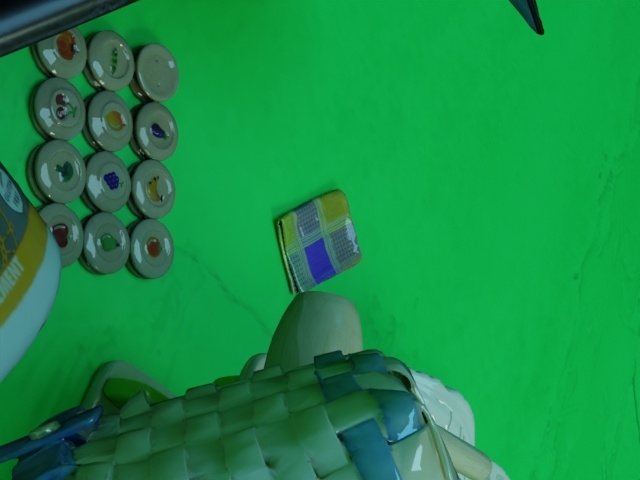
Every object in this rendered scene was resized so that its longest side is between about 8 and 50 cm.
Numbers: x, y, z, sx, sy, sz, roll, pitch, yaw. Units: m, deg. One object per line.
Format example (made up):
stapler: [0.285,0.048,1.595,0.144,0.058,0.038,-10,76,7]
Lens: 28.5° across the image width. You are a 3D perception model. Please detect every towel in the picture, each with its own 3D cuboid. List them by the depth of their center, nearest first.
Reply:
towel: [0.000,0.000,0.899,0.083,0.009,0.060,-25,105,-51]

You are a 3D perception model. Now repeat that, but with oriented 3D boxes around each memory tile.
memory tile: [-0.125,-0.053,0.742,0.113,0.012,0.148,11,75,-51]

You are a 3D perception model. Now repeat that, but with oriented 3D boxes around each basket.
basket: [-0.062,0.185,0.476,0.288,0.201,0.255,-22,96,-8]

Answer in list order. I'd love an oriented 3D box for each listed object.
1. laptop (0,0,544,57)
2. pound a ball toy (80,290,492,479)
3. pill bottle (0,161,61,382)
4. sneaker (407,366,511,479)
laptop: [-0.102,-0.238,0.638,0.407,0.236,0.382,-29,73,-26]
pound a ball toy: [-0.003,0.170,0.706,0.319,0.208,0.136,46,50,-39]
pill bottle: [-0.236,-0.049,0.474,0.278,0.162,0.162,58,44,-30]
sneaker: [0.066,0.176,0.896,0.232,0.090,0.115,51,51,-34]
